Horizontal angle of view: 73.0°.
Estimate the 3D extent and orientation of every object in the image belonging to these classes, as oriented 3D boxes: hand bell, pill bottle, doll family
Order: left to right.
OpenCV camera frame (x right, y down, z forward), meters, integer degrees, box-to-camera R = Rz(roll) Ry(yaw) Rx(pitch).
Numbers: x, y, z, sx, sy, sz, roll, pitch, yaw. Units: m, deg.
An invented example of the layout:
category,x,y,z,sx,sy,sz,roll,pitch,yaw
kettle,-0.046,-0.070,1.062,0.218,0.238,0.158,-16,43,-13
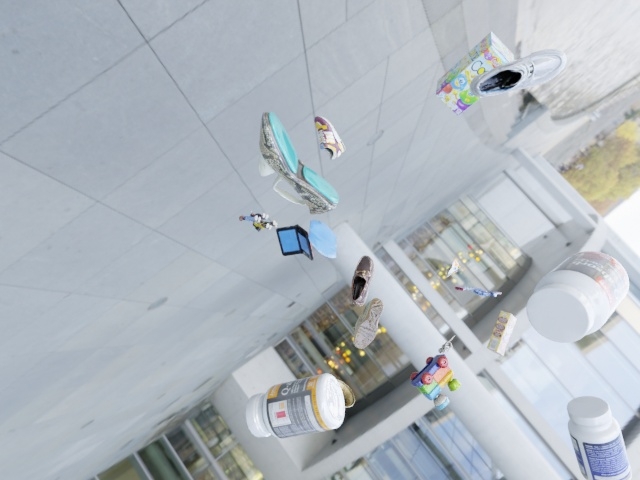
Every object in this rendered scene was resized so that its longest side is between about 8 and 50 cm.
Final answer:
category,x,y,z,sx,sy,sz,roll,pitch,yaw
doll family,-0.298,-0.092,2.036,0.193,0.112,0.075,45,60,-50
pill bottle,-0.079,0.516,1.334,0.279,0.162,0.162,-19,176,20
hand bell,0.018,0.675,1.703,0.242,0.126,0.126,-57,163,23
pill bottle,0.809,0.175,1.364,0.363,0.210,0.210,-19,159,-41
pill bottle,0.928,0.672,1.453,0.153,0.264,0.153,-20,-171,3

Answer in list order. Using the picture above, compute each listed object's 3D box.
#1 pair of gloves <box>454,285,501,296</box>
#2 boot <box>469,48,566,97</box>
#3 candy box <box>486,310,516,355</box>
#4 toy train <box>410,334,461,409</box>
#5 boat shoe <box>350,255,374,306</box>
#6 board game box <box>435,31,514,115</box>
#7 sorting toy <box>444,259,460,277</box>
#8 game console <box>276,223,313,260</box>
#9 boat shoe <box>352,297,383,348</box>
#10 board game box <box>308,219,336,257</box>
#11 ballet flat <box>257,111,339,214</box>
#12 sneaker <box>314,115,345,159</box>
category,x,y,z,sx,sy,sz,roll,pitch,yaw
pair of gloves,0.736,0.237,2.008,0.160,0.023,0.198,5,-177,-34
boot,0.554,-0.455,1.198,0.259,0.095,0.123,-17,-162,18
candy box,0.834,0.426,1.986,0.109,0.053,0.186,32,78,-47
toy train,0.456,0.477,1.563,0.248,0.143,0.105,-37,177,-22
boat shoe,0.162,0.150,1.681,0.073,0.206,0.073,1,157,25
board game box,0.623,-0.670,1.753,0.275,0.142,0.144,-38,-156,42
sorting toy,0.627,0.147,2.082,0.075,0.045,0.083,-38,160,-28
game console,-0.101,0.017,1.727,0.085,0.124,0.143,-28,129,-22
boat shoe,0.239,0.430,2.228,0.285,0.105,0.089,-58,-167,-29
board game box,0.000,0.000,1.612,0.033,0.133,0.168,-40,-151,32
ballet flat,-0.119,-0.251,1.618,0.182,0.163,0.483,-24,133,23
sneaker,0.022,-0.420,1.774,0.084,0.185,0.070,-42,-168,-20
